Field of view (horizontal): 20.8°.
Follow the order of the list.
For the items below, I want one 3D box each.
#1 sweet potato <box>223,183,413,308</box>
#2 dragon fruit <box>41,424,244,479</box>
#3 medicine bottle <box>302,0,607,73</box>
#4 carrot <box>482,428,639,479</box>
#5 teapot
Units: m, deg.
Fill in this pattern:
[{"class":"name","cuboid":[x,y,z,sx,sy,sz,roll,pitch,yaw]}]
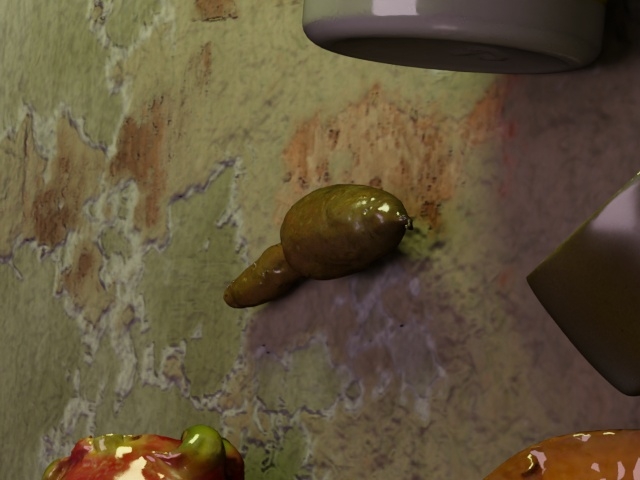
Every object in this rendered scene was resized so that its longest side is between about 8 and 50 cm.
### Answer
[{"class":"sweet potato","cuboid":[-0.001,-0.001,1.380,0.269,0.075,0.074,-27,64,54]},{"class":"dragon fruit","cuboid":[-0.131,0.305,1.390,0.227,0.243,0.307,-8,117,26]},{"class":"medicine bottle","cuboid":[0.104,-0.294,1.191,0.208,0.208,0.339,5,90,49]},{"class":"carrot","cuboid":[0.203,0.245,1.083,0.307,0.100,0.258,-21,73,42]},{"class":"teapot","cuboid":[0.239,0.031,1.032,0.175,0.185,0.267,50,159,7]}]
